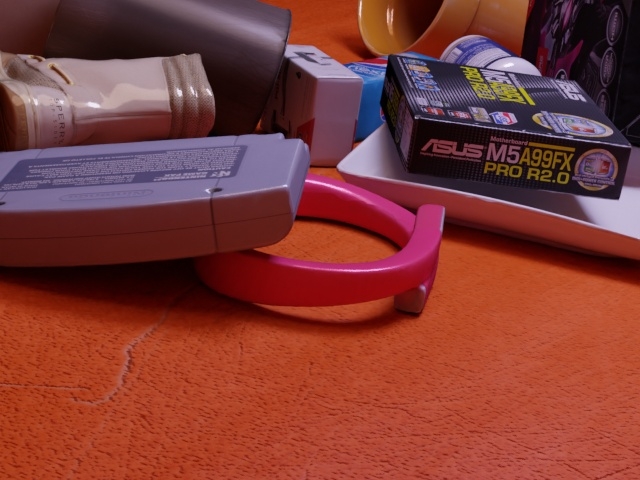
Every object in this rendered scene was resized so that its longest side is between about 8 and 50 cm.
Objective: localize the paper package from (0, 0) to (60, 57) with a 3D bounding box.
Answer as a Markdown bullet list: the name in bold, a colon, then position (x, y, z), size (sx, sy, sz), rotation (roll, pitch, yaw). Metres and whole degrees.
- **paper package**: position (-0.282, -0.279, 1.933), size (0.325, 0.168, 0.309), rotation (6, 20, -18)

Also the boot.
- **boot**: position (-0.218, -0.139, 1.614), size (0.203, 0.095, 0.262), rotation (-7, 14, -16)

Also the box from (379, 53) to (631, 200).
- **box**: position (0.182, -0.121, 1.723), size (0.216, 0.060, 0.270), rotation (7, 19, -6)

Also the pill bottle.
- **pill bottle**: position (0.213, -0.182, 2.013), size (0.094, 0.094, 0.169), rotation (1, 21, -22)

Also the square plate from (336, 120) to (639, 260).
- **square plate**: position (0.218, -0.061, 1.734), size (0.344, 0.049, 0.347), rotation (14, 19, 12)

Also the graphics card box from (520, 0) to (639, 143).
- **graphics card box**: position (0.332, -0.245, 1.957), size (0.094, 0.233, 0.371), rotation (6, 10, -13)

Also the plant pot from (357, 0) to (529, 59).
- **plant pot**: position (0.185, -0.319, 2.276), size (0.188, 0.205, 0.205), rotation (16, 12, -34)

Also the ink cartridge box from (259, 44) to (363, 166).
- **ink cartridge box**: position (-0.012, -0.146, 1.794), size (0.056, 0.099, 0.135), rotation (-1, 20, -25)

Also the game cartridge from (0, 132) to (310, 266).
- **game cartridge**: position (-0.163, -0.034, 1.381), size (0.297, 0.062, 0.198), rotation (-3, 22, 6)

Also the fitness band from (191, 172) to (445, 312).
- **fitness band**: position (0.000, 0.000, 1.460), size (0.209, 0.054, 0.291), rotation (9, 18, 6)

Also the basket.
- **basket**: position (-0.163, -0.206, 1.734), size (0.227, 0.154, 0.204), rotation (19, 3, -10)

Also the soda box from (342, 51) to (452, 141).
- **soda box**: position (0.073, -0.169, 1.943), size (0.067, 0.071, 0.210), rotation (21, 22, 29)
